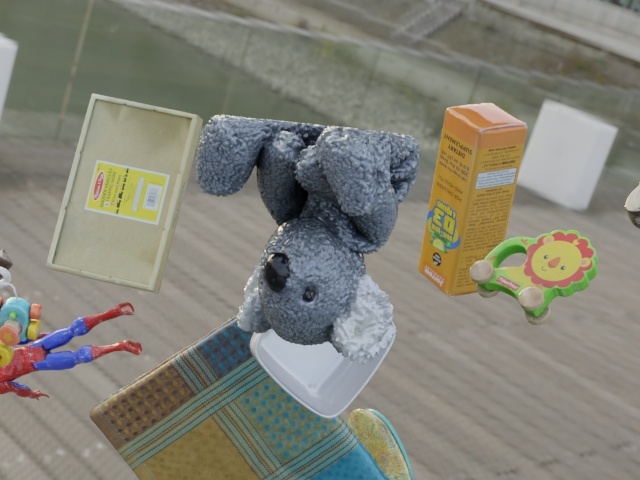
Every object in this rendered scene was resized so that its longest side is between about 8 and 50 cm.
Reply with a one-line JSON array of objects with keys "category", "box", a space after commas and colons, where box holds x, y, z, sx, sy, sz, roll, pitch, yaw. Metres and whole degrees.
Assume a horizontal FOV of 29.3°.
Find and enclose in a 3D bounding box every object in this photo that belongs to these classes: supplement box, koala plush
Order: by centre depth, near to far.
[{"category": "koala plush", "box": [0.000, 0.000, 1.175, 0.196, 0.221, 0.203, 8, 6, 28]}, {"category": "supplement box", "box": [0.187, -0.049, 1.524, 0.080, 0.233, 0.078, -12, 32, -29]}]

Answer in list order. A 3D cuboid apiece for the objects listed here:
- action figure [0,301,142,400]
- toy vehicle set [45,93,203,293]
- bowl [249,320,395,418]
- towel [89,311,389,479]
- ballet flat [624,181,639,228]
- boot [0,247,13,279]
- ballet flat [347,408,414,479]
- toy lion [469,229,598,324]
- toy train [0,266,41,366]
[{"category": "action figure", "box": [-0.384, 0.170, 1.811, 0.280, 0.092, 0.139, -16, -13, 15]}, {"category": "toy vehicle set", "box": [-0.284, -0.069, 1.783, 0.166, 0.267, 0.035, 13, -6, 8]}, {"category": "bowl", "box": [-0.003, 0.108, 1.340, 0.142, 0.142, 0.053, 44, -18, -22]}, {"category": "towel", "box": [-0.089, 0.292, 1.601, 0.370, 0.271, 0.040, 55, 6, -17]}, {"category": "ballet flat", "box": [0.519, -0.104, 1.713, 0.058, 0.250, 0.084, 52, -19, -25]}, {"category": "boot", "box": [-0.476, 0.067, 1.765, 0.037, 0.114, 0.106, 35, -6, 8]}, {"category": "ballet flat", "box": [0.083, 0.400, 1.734, 0.123, 0.349, 0.123, -12, 30, 7]}, {"category": "toy lion", "box": [0.204, 0.025, 1.141, 0.100, 0.096, 0.034, 29, -20, 42]}, {"category": "toy train", "box": [-0.414, 0.108, 1.465, 0.125, 0.166, 0.046, 46, 25, -22]}]
